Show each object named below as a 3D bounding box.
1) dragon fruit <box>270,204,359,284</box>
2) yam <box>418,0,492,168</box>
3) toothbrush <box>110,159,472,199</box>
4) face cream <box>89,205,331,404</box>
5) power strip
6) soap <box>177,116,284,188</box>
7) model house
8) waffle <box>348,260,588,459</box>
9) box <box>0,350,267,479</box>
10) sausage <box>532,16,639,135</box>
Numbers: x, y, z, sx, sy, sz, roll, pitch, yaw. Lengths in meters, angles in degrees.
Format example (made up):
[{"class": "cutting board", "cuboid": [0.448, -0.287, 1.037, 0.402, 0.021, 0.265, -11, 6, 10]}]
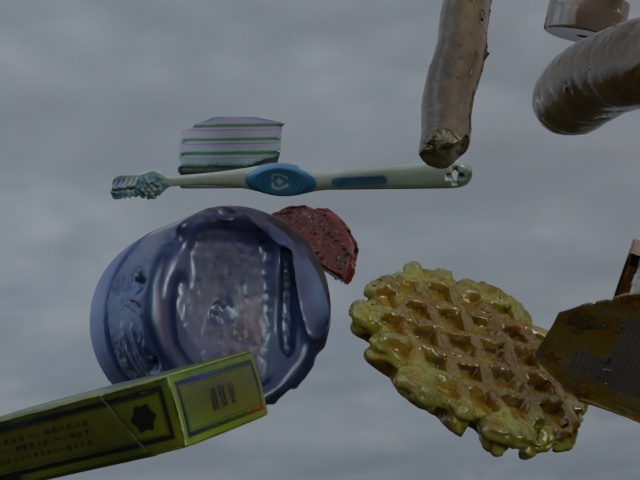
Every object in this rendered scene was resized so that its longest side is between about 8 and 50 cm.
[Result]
[{"class": "dragon fruit", "cuboid": [0.000, 0.000, 1.756, 0.162, 0.083, 0.106, 28, -8, 19]}, {"class": "yam", "cuboid": [0.127, -0.166, 1.106, 0.056, 0.241, 0.057, 10, -35, 7]}, {"class": "toothbrush", "cuboid": [-0.032, -0.066, 1.291, 0.386, 0.040, 0.040, -2, -19, 2]}, {"class": "face cream", "cuboid": [-0.137, 0.091, 1.484, 0.249, 0.249, 0.225, 7, -13, -24]}, {"class": "power strip", "cuboid": [0.497, -0.415, 2.246, 0.154, 0.078, 0.154, 12, 0, 0]}, {"class": "soap", "cuboid": [-0.125, -0.125, 1.716, 0.149, 0.100, 0.056, -1, -36, 0]}, {"class": "model house", "cuboid": [0.347, 0.077, 1.221, 0.219, 0.136, 0.207, 19, -37, 14]}, {"class": "waffle", "cuboid": [0.185, 0.139, 1.437, 0.325, 0.302, 0.068, -29, -26, -55]}, {"class": "box", "cuboid": [-0.172, 0.151, 1.005, 0.220, 0.064, 0.141, -18, -5, 23]}, {"class": "sausage", "cuboid": [0.420, -0.230, 1.656, 0.123, 0.136, 0.501, -24, 4, -14]}]
